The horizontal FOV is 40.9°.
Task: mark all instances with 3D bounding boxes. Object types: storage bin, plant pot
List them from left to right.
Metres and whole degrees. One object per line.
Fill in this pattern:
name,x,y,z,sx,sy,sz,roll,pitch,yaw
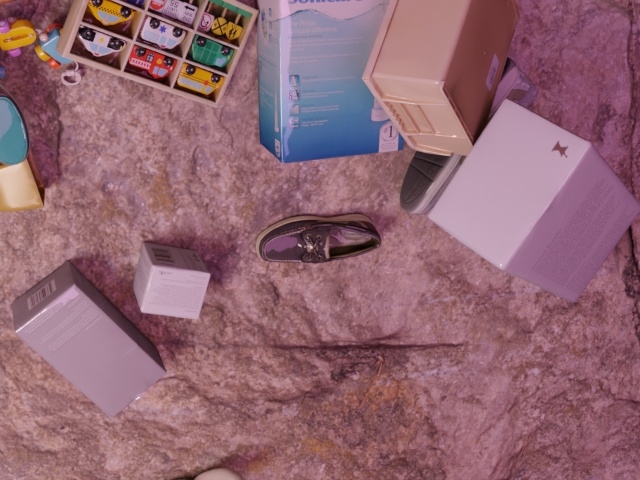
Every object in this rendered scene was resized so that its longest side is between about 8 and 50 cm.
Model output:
plant pot,-0.466,-0.089,1.282,0.083,0.081,0.081,-15,117,-10
storage bin,0.200,-0.297,1.327,0.260,0.123,0.262,41,64,-60

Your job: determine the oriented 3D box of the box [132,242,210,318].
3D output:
box,-0.248,0.067,1.418,0.102,0.101,0.087,11,108,-25

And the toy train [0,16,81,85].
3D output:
toy train,-0.427,-0.273,1.237,0.166,0.046,0.125,-2,146,-30

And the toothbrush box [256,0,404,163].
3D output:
toothbrush box,0.017,-0.287,1.358,0.217,0.126,0.295,-9,116,-19

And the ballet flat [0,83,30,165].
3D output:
ballet flat,-0.469,-0.203,1.189,0.072,0.068,0.213,-30,127,-11

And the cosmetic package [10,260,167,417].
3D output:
cosmetic package,-0.378,0.165,1.412,0.127,0.107,0.238,-38,123,-3

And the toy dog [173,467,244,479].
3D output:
toy dog,-0.227,0.638,1.493,0.395,0.408,0.284,-39,121,-2

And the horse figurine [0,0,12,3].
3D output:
horse figurine,-0.497,-0.342,1.167,0.263,0.066,0.174,-47,119,2

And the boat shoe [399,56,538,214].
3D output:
boat shoe,0.262,-0.170,1.515,0.103,0.118,0.320,35,89,-25

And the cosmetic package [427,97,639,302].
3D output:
cosmetic package,0.384,-0.049,1.472,0.230,0.161,0.453,-57,150,7

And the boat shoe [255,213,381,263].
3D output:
boat shoe,0.001,0.001,1.505,0.224,0.073,0.080,-8,114,-19

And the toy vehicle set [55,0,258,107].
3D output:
toy vehicle set,-0.234,-0.311,1.264,0.267,0.035,0.165,13,107,-41
